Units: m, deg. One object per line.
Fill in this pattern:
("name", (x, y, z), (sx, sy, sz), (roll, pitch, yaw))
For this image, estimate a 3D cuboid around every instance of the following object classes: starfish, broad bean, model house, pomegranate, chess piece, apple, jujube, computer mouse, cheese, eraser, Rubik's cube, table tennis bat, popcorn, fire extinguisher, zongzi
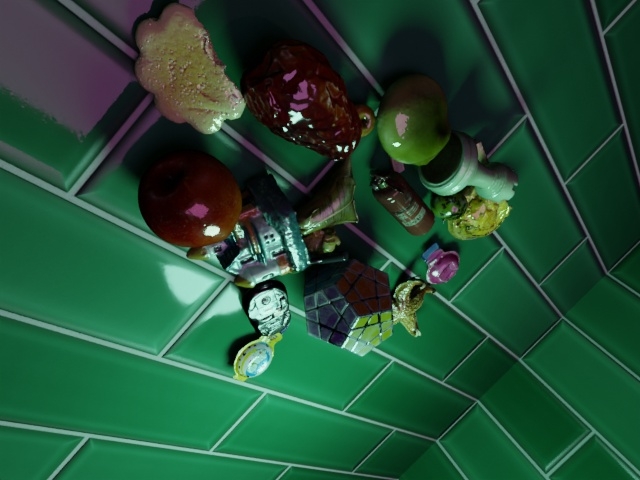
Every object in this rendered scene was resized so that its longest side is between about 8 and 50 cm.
("starfish", (0.313, 0.239, 1.879), (0.312, 0.113, 0.303), (-8, 128, -26))
("broad bean", (0.259, -0.325, 1.376), (0.291, 0.119, 0.237), (19, 96, -48))
("model house", (-0.199, 0.006, 1.306), (0.291, 0.184, 0.253), (-23, 138, -11))
("pomegranate", (0.424, -0.138, 1.662), (0.122, 0.122, 0.161), (3, 92, -36))
("chess piece", (0.469, -0.207, 1.551), (0.299, 0.194, 0.194), (13, 115, -33))
("apple", (0.099, -0.314, 1.319), (0.090, 0.074, 0.089), (-17, 129, -22))
("jujube", (-0.026, -0.306, 1.158), (0.216, 0.216, 0.342), (-46, 142, 6))
("computer mouse", (-0.167, 0.192, 1.524), (0.137, 0.096, 0.233), (-20, 137, -13))
("apple", (-0.289, -0.092, 1.132), (0.218, 0.218, 0.201), (-33, 142, -8))
("cheese", (0.443, 0.087, 1.877), (0.155, 0.062, 0.244), (-45, 135, 3))
("cheese", (-0.195, 0.358, 1.657), (0.250, 0.064, 0.156), (-54, 137, -4))
("eraser", (0.226, -0.237, 1.505), (0.038, 0.019, 0.083), (-31, 135, -8))
("Rubik's cube", (0.088, 0.202, 1.580), (0.319, 0.319, 0.264), (-37, 109, -4))
("table tennis bat", (-0.024, 0.061, 1.454), (0.150, 0.237, 0.027), (-9, 88, -55))
("popcorn", (-0.001, 0.002, 1.497), (0.109, 0.089, 0.097), (-24, 174, 1))
("fire extinguisher", (0.248, -0.122, 1.519), (0.106, 0.147, 0.337), (-56, 136, -2))
("zongzi", (0.004, -0.125, 1.393), (0.205, 0.094, 0.204), (-17, 127, -22))

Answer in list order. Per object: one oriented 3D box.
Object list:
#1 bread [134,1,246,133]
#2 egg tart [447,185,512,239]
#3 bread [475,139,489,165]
("bread", (-0.274, -0.329, 1.017), (0.182, 0.039, 0.250), (-24, 117, 12))
("egg tart", (0.578, -0.107, 1.785), (0.291, 0.107, 0.290), (-19, 133, -22))
("bread", (0.517, -0.249, 1.658), (0.068, 0.028, 0.153), (-34, 117, -5))
